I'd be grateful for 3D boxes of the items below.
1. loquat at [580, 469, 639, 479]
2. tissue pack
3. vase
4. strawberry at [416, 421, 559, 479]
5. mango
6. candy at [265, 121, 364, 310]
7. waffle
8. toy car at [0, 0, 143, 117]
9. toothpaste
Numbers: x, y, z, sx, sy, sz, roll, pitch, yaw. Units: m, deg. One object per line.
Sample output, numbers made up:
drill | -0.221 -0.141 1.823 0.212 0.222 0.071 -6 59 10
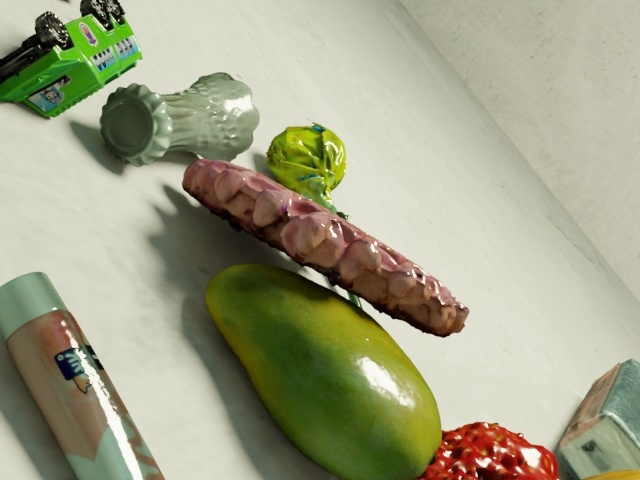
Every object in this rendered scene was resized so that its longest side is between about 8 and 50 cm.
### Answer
loquat | 0.276 0.267 0.790 0.137 0.137 0.113 44 -15 -11
tissue pack | 0.396 0.275 1.046 0.228 0.103 0.315 54 21 12
vase | -0.118 -0.098 0.727 0.081 0.081 0.148 50 23 7
strawberry | 0.112 0.194 0.610 0.228 0.098 0.174 14 38 -58
mango | 0.008 0.086 0.611 0.122 0.085 0.191 -7 52 -49
candy | 0.011 -0.013 0.860 0.073 0.077 0.262 47 20 -53
waffle | 0.000 0.000 0.705 0.221 0.055 0.234 30 -2 -38
toy car | -0.188 -0.135 0.659 0.062 0.071 0.165 57 16 -15
toothpaste | -0.100 0.108 0.431 0.205 0.036 0.056 56 19 12
